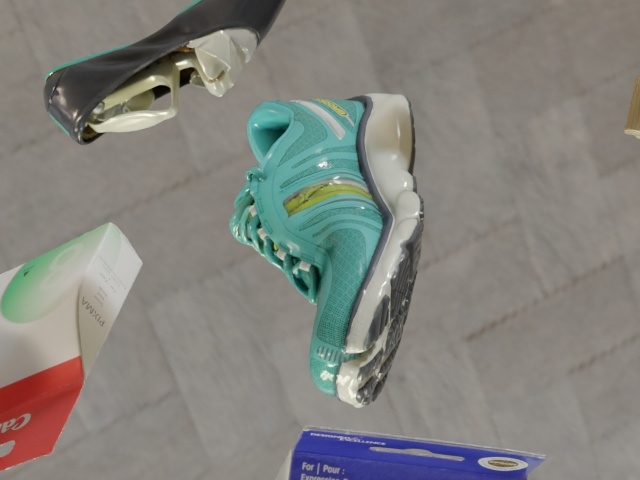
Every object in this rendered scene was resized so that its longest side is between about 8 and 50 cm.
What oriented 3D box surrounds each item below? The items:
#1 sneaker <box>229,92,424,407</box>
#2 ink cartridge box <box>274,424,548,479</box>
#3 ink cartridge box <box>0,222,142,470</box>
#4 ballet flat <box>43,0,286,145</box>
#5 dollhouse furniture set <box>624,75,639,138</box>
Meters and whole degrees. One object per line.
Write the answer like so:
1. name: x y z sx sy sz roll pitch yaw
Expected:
1. sneaker: 0.000 0.000 1.008 0.109 0.275 0.107 6 122 -6
2. ink cartridge box: 0.045 0.225 1.321 0.175 0.371 0.069 7 66 -6
3. ink cartridge box: -0.253 0.098 1.364 0.181 0.225 0.056 -23 117 31
4. ballet flat: -0.106 -0.127 1.256 0.203 0.074 0.074 -25 118 1
5. dollhouse furniture set: 0.167 -0.134 0.930 0.101 0.181 0.161 55 47 -70
